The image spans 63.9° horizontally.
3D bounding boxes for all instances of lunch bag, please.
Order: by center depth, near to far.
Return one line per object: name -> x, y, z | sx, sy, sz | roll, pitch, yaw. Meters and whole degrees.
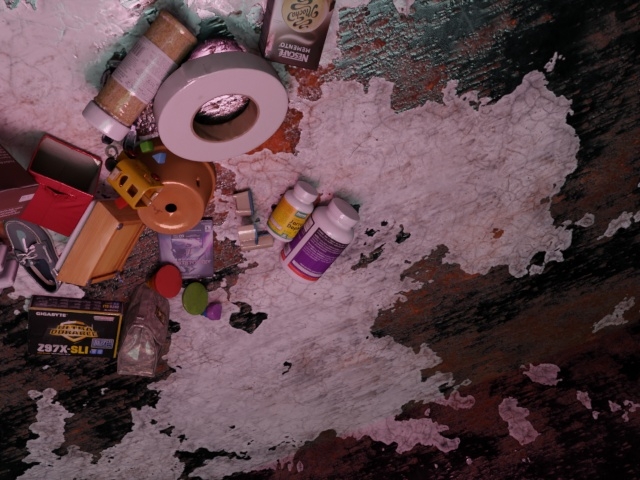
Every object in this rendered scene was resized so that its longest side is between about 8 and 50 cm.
lunch bag -> -0.669, 0.333, 1.954 | 0.169, 0.235, 0.287 | 9, 126, -15

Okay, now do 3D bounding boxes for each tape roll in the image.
tape roll -> -0.285, -0.376, 1.488 | 0.392, 0.072, 0.392 | -19, 157, -9

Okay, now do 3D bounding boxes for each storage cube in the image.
storage cube -> -0.794, -0.161, 1.542 | 0.183, 0.215, 0.193 | 25, 124, -31

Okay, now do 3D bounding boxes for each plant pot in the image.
plant pot -> -0.474, -0.156, 1.636 | 0.290, 0.203, 0.291 | -8, 130, -10

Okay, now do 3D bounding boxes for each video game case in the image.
video game case -> -0.496, 0.033, 1.899 | 0.196, 0.026, 0.274 | -2, 128, -13

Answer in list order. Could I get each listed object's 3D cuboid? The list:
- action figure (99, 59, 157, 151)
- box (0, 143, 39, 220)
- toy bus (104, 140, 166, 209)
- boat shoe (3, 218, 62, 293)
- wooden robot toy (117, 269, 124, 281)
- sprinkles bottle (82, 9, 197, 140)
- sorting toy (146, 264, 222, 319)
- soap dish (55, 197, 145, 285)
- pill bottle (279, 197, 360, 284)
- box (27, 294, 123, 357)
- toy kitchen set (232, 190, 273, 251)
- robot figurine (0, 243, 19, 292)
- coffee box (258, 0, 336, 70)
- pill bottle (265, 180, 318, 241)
action figure -> -0.548, -0.399, 1.491 | 0.185, 0.099, 0.285 | 19, 117, -17
box -> -0.957, -0.219, 1.339 | 0.381, 0.191, 0.143 | 44, 113, 5
toy bus -> -0.547, -0.183, 1.451 | 0.202, 0.104, 0.191 | -1, 97, 15
boat shoe -> -0.963, 0.049, 1.733 | 0.116, 0.099, 0.319 | -14, 130, -3
wooden robot toy -> -0.755, 0.080, 1.855 | 0.079, 0.076, 0.173 | -55, 130, -16
sprinkles bottle -> -0.483, -0.439, 1.377 | 0.121, 0.121, 0.355 | 37, 95, -35
sorting toy -> -0.539, 0.218, 1.989 | 0.126, 0.127, 0.365 | -6, 146, 31
soap dish -> -0.694, 0.005, 1.657 | 0.118, 0.229, 0.291 | 34, 100, 6
pill bottle -> 0.000, 0.000, 1.904 | 0.181, 0.181, 0.323 | 25, 118, -31
box -> -0.948, 0.339, 1.988 | 0.322, 0.079, 0.257 | 8, 127, -21
toy kitchen set -> -0.243, -0.070, 1.862 | 0.122, 0.166, 0.207 | -8, 166, -8
robot figurine -> -1.183, 0.113, 1.658 | 0.353, 0.200, 0.300 | -12, 131, -5
coffee box -> -0.057, -0.643, 1.411 | 0.168, 0.119, 0.297 | 5, 126, -19
pill bottle -> -0.098, -0.106, 1.833 | 0.117, 0.118, 0.208 | 22, 117, -29
